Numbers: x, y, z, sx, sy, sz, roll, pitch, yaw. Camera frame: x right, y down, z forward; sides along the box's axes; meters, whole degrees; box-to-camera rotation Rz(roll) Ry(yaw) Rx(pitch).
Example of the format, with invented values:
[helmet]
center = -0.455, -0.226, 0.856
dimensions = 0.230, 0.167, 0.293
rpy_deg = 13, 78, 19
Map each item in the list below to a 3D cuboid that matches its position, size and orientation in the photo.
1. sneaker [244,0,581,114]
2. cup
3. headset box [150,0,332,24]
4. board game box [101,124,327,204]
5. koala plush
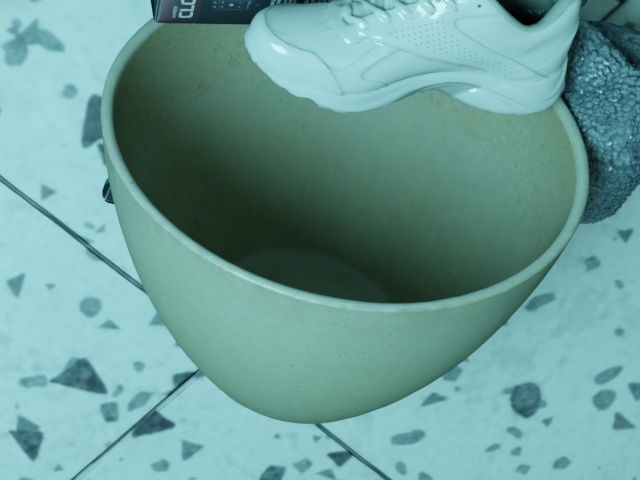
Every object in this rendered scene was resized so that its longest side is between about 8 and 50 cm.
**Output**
[sneaker]
center = 0.066, -0.152, 0.822
dimensions = 0.232, 0.090, 0.115
rpy_deg = -3, 139, -16
[cup]
center = 0.000, 0.000, 0.909
dimensions = 0.331, 0.331, 0.237
rpy_deg = 3, 136, -11
[headset box]
center = 0.009, -0.246, 0.817
dimensions = 0.293, 0.110, 0.218
rpy_deg = -2, 154, -13
[board game box]
center = -0.073, -0.052, 1.040
dimensions = 0.186, 0.026, 0.126
rpy_deg = 24, 114, -21
[koala plush]
center = 0.256, -0.105, 0.983
dimensions = 0.221, 0.203, 0.196
rpy_deg = -2, 121, -22
